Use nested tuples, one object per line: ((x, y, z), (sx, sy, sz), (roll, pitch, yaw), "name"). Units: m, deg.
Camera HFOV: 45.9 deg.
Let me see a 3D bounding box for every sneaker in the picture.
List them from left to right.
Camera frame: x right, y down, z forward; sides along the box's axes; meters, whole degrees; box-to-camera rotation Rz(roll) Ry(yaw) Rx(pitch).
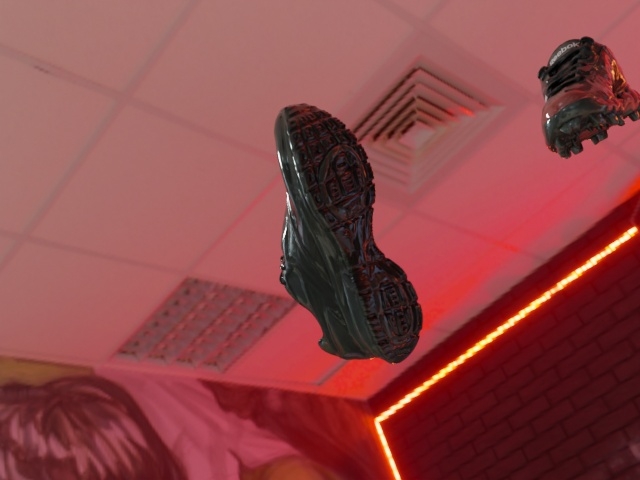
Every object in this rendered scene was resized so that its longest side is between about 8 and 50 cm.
((0.000, 0.000, 0.794), (0.130, 0.286, 0.109), (-17, 1, 44), "sneaker")
((0.318, -0.183, 0.938), (0.098, 0.135, 0.276), (-32, -5, 34), "sneaker")
